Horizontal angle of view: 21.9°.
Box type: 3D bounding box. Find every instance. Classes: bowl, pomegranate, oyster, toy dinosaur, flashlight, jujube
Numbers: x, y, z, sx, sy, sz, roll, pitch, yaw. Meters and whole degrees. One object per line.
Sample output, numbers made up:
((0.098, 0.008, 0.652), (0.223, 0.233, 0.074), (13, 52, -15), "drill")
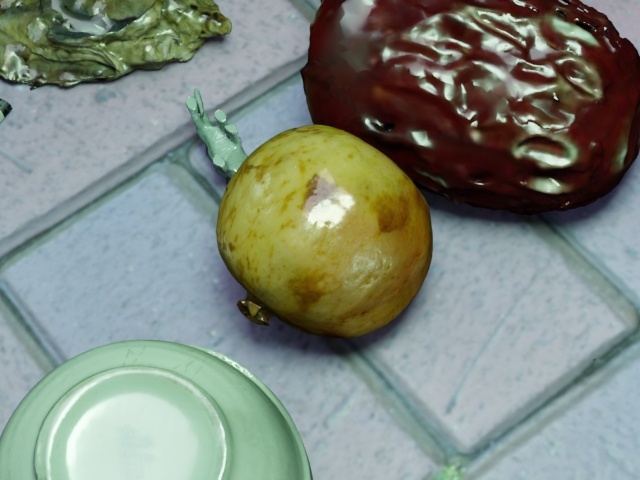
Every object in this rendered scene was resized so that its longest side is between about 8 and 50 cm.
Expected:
((-0.161, 0.220, 1.499), (0.307, 0.163, 0.307), (-1, 64, 2), "bowl")
((0.000, 0.000, 1.622), (0.215, 0.215, 0.215), (-3, 56, 5), "pomegranate")
((-0.286, -0.262, 1.914), (0.361, 0.096, 0.221), (20, 67, 22), "oyster")
((-0.094, -0.080, 1.769), (0.039, 0.082, 0.209), (-24, 58, -5), "toy dinosaur")
((-0.382, -0.127, 1.872), (0.018, 0.018, 0.083), (26, 63, 24), "flashlight")
((0.148, -0.168, 1.711), (0.377, 0.258, 0.258), (19, 60, 23), "jujube")
